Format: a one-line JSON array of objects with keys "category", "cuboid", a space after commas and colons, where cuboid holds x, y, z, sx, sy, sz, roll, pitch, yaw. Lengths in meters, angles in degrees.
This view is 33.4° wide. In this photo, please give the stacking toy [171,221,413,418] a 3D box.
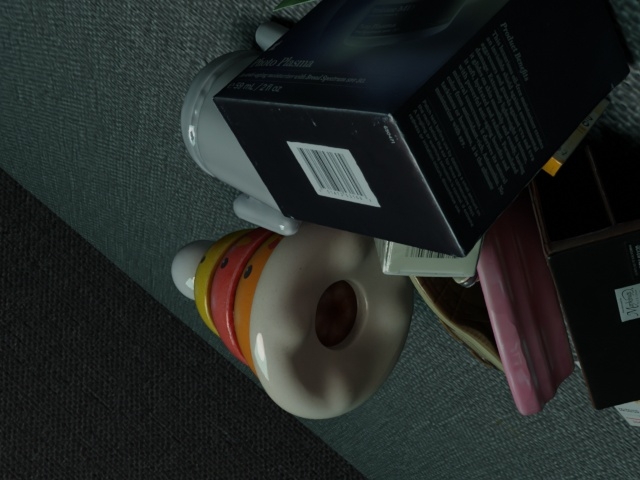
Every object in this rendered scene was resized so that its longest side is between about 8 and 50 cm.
[{"category": "stacking toy", "cuboid": [-0.110, 0.091, 1.864, 0.480, 0.350, 0.350, 11, 144, 45]}]

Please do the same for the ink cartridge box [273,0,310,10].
[{"category": "ink cartridge box", "cuboid": [0.050, -0.314, 1.073, 0.235, 0.171, 0.056, 9, 142, 55]}]

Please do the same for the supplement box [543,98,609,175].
[{"category": "supplement box", "cuboid": [0.263, -0.128, 1.173, 0.062, 0.098, 0.036, 36, 162, 10]}]

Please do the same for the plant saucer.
[{"category": "plant saucer", "cuboid": [0.254, 0.053, 1.362, 0.084, 0.332, 0.332, -14, 138, 11]}]

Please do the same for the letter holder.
[{"category": "letter holder", "cuboid": [0.349, 0.018, 1.264, 0.152, 0.214, 0.302, -17, 134, 12]}]

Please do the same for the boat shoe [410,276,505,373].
[{"category": "boat shoe", "cuboid": [0.219, 0.096, 1.679, 0.342, 0.123, 0.123, 43, 159, -23]}]

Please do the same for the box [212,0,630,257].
[{"category": "box", "cuboid": [0.100, -0.163, 1.110, 0.296, 0.294, 0.182, 14, 142, 50]}]

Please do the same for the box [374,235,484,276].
[{"category": "box", "cuboid": [0.112, -0.068, 1.267, 0.113, 0.275, 0.094, 3, 121, -7]}]

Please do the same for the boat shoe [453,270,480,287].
[{"category": "boat shoe", "cuboid": [0.224, 0.036, 1.553, 0.049, 0.137, 0.043, -30, 105, 23]}]

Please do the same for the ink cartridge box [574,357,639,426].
[{"category": "ink cartridge box", "cuboid": [0.471, 0.217, 1.552, 0.181, 0.061, 0.104, 46, 159, -15]}]

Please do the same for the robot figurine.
[{"category": "robot figurine", "cuboid": [-0.064, -0.155, 1.530, 0.353, 0.200, 0.300, 29, 116, 40]}]
